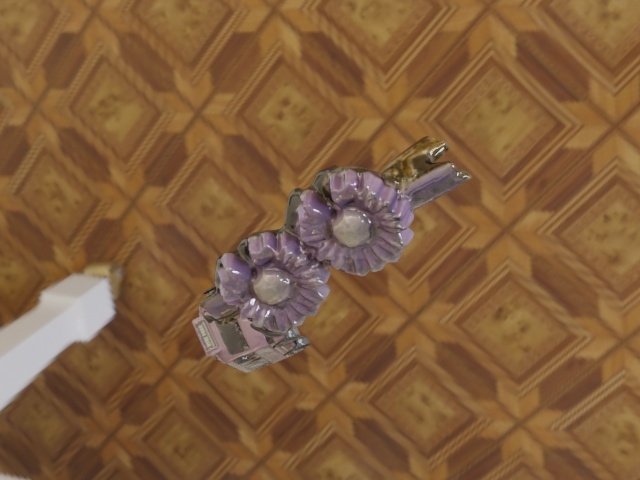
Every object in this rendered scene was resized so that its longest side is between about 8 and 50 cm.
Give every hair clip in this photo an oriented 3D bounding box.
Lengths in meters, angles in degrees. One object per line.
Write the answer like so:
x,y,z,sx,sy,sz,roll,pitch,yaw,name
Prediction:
0.000,0.000,1.097,0.292,0.084,0.106,-36,115,22,hair clip

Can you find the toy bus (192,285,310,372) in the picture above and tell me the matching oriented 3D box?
-0.084,0.104,1.521,0.108,0.199,0.096,-25,79,1,toy bus
